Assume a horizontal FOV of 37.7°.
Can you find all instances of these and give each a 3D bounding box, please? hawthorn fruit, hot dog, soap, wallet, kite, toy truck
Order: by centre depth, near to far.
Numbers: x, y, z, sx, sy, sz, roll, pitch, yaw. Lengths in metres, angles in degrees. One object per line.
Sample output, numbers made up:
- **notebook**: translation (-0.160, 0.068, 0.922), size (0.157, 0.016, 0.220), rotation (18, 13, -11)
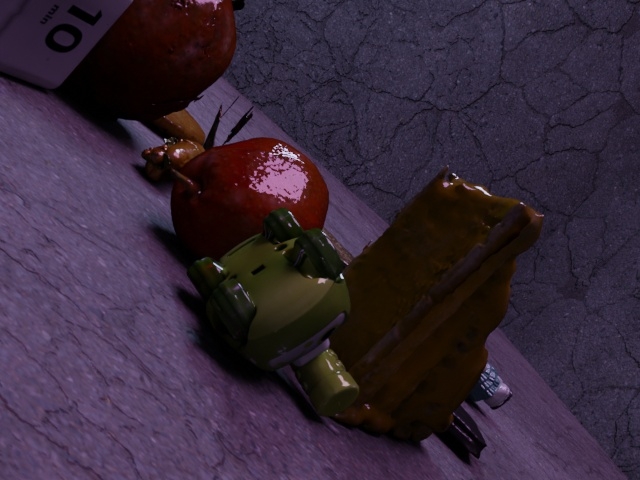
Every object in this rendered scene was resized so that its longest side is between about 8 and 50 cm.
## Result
- **toy truck**: translation (-0.041, 0.077, 1.032), size (0.187, 0.148, 0.210), rotation (46, -13, 47)
- **hawthorn fruit**: translation (-0.104, -0.046, 1.175), size (0.225, 0.196, 0.196), rotation (22, 20, -44)
- **soap**: translation (0.160, 0.091, 1.195), size (0.169, 0.339, 0.304), rotation (50, 11, 31)
- **hot dog**: translation (-0.219, -0.125, 1.406), size (0.055, 0.072, 0.188), rotation (63, 7, -5)
- **hawthorn fruit**: translation (-0.277, -0.339, 1.428), size (0.316, 0.316, 0.316), rotation (43, 8, -7)
- **kite**: translation (-0.159, -0.134, 1.439), size (0.006, 0.244, 0.198), rotation (18, 62, -25)
- **wallet**: translation (0.129, 0.201, 1.516), size (0.377, 0.051, 0.197), rotation (44, 5, 1)

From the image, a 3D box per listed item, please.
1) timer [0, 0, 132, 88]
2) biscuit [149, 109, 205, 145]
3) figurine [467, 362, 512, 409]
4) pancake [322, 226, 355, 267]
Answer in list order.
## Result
- **timer**: translation (-0.393, -0.338, 1.213), size (0.194, 0.192, 0.195), rotation (45, 8, 12)
- **biscuit**: translation (-0.336, -0.277, 1.767), size (0.305, 0.038, 0.305), rotation (43, 8, -7)
- **figurine**: translation (0.282, 0.243, 1.898), size (0.245, 0.110, 0.138), rotation (45, 4, -26)
- **pancake**: translation (0.000, 0.000, 2.030), size (0.286, 0.033, 0.288), rotation (47, 8, 13)
